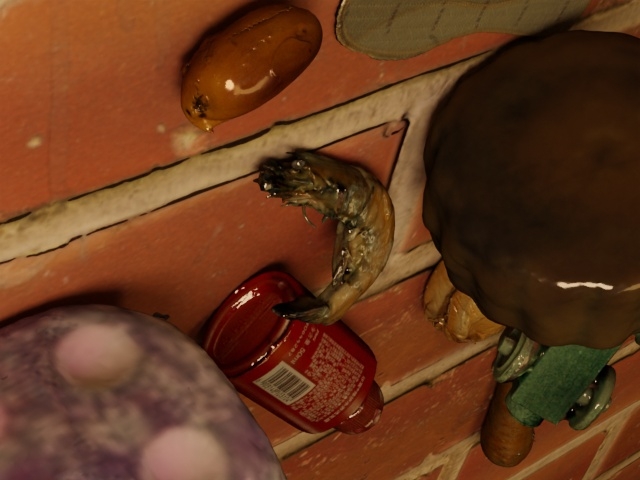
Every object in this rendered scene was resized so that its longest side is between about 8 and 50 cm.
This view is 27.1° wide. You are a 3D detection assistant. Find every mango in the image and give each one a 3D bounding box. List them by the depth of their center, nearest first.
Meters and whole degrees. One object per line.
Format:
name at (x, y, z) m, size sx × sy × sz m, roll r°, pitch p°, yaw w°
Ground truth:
mango at (-0.050, -0.131, 0.962) m, size 0.127 × 0.063 × 0.077 m, roll -38°, pitch -173°, yaw -18°

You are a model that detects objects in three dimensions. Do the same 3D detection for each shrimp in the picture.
shrimp at (0.000, 0.000, 1.169) m, size 0.217 × 0.051 × 0.150 m, roll 22°, pitch 85°, yaw -54°

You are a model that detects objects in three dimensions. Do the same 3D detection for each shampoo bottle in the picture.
shampoo bottle at (-0.013, 0.127, 1.334) m, size 0.118 × 0.076 × 0.314 m, roll -53°, pitch 152°, yaw -4°

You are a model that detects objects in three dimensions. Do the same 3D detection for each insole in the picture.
insole at (0.138, -0.209, 1.155) m, size 0.348 × 0.009 × 0.119 m, roll -10°, pitch 136°, yaw -46°

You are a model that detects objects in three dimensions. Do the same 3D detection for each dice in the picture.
dice at (-0.193, 0.234, 1.044) m, size 0.271 × 0.270 × 0.270 m, roll -26°, pitch 147°, yaw -30°

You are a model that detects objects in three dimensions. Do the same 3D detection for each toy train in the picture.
toy train at (0.317, 0.077, 1.554) m, size 0.304 × 0.150 × 0.221 m, roll -57°, pitch -176°, yaw 29°

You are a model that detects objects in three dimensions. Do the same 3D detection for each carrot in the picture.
carrot at (0.265, 0.208, 1.813) m, size 0.078 × 0.078 × 0.298 m, roll -31°, pitch 144°, yaw -23°

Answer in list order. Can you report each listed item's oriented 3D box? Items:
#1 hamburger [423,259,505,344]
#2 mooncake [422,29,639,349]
hamburger at (0.183, 0.048, 1.477) m, size 0.138 × 0.083 × 0.147 m, roll -6°, pitch 136°, yaw -54°
mooncake at (0.236, -0.041, 1.223) m, size 0.290 × 0.290 × 0.161 m, roll -35°, pitch 155°, yaw -15°
